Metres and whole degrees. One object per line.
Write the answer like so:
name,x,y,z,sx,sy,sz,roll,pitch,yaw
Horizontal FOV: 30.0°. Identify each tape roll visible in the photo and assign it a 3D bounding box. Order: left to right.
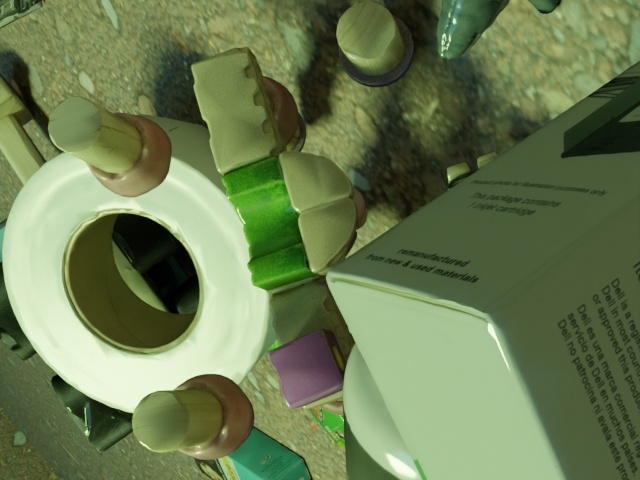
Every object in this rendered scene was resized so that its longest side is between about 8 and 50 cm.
tape roll,-0.166,0.025,1.180,0.286,0.100,0.286,6,110,17

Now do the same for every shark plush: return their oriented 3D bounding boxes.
shark plush,0.101,-0.173,0.674,0.073,0.067,0.161,48,154,18

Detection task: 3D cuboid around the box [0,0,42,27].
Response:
box,-0.401,-0.412,1.281,0.242,0.076,0.307,49,155,15

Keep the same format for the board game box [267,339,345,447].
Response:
board game box,-0.036,0.111,1.295,0.259,0.039,0.124,56,166,6

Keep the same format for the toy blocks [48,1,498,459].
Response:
toy blocks,0.000,0.000,0.924,0.260,0.309,0.289,33,-141,-76

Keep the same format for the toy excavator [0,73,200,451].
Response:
toy excavator,-0.315,-0.004,1.491,0.433,0.222,0.445,55,174,-16

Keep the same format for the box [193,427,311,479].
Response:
box,-0.099,0.309,1.640,0.244,0.060,0.100,20,137,52

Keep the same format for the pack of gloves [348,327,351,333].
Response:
pack of gloves,0.074,0.132,1.151,0.195,0.046,0.232,50,165,15

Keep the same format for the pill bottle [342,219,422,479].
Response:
pill bottle,0.094,0.127,0.701,0.161,0.161,0.283,34,141,39

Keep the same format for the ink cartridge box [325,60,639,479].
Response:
ink cartridge box,0.180,0.033,0.525,0.121,0.289,0.211,11,130,61
